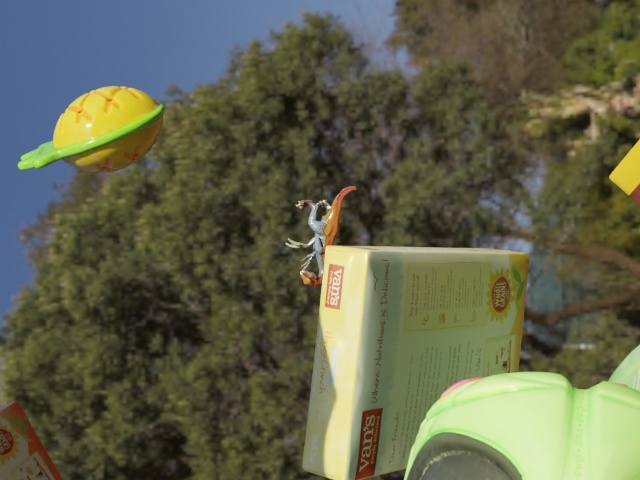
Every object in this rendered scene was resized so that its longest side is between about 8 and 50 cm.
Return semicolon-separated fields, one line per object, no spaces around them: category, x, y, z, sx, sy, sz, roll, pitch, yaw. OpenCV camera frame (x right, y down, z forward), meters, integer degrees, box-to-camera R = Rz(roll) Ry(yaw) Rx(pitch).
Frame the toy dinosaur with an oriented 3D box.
toy dinosaur;0.000;0.000;1.070;0.047;0.090;0.082;8;-120;-52

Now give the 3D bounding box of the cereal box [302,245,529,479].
cereal box;0.085;0.091;0.891;0.240;0.047;0.173;3;-86;-50

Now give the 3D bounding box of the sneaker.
sneaker;0.092;0.285;0.595;0.202;0.185;0.482;-69;-21;-49

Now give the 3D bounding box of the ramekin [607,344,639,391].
ramekin;0.347;0.214;0.845;0.148;0.303;0.303;-45;-51;-57

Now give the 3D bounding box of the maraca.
maraca;-0.275;-0.126;1.333;0.127;0.186;0.099;-124;13;-75

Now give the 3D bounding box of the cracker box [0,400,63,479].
cracker box;-0.418;0.314;1.299;0.232;0.067;0.155;-35;-81;-52

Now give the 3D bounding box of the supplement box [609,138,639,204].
supplement box;0.339;-0.062;0.722;0.129;0.194;0.191;-37;-15;-36
